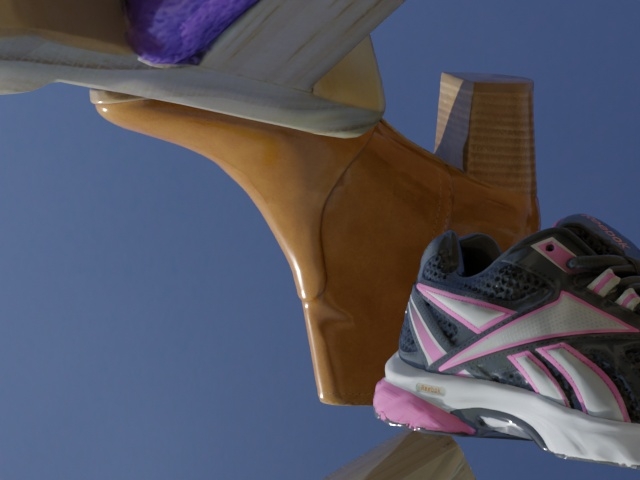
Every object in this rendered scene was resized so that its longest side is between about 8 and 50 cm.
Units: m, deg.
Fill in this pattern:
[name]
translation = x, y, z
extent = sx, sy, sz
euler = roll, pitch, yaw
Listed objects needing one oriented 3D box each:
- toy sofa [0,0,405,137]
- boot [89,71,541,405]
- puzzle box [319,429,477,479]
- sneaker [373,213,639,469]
[toy sofa]
translation = 0.028, -0.177, 0.329
extent = 0.177, 0.362, 0.150
euler = 8, -124, -39
[boot]
translation = 0.000, 0.000, 1.134
extent = 0.295, 0.104, 0.211
euler = 1, -78, -15
[puzzle box]
translation = 0.045, 0.345, 1.224
extent = 0.272, 0.409, 0.052
euler = -30, -153, -8
[sneaker]
translation = 0.088, 0.030, 0.572
extent = 0.178, 0.072, 0.077
euler = 5, -92, 41
